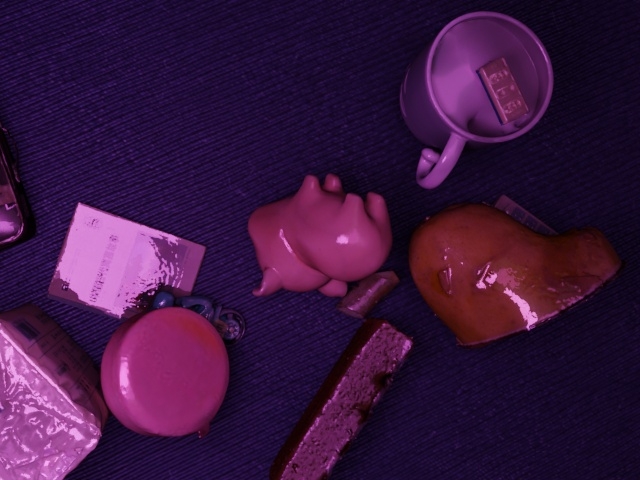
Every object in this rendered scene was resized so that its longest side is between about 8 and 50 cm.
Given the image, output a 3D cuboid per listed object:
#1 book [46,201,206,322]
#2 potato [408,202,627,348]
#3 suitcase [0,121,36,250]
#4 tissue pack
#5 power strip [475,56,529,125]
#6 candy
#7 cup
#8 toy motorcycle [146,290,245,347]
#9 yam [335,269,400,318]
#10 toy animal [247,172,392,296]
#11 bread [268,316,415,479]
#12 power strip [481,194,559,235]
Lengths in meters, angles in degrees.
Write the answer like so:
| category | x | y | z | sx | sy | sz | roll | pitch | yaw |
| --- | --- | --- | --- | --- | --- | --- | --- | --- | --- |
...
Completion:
| category | x | y | z | sx | sy | sz | roll | pitch | yaw |
| --- | --- | --- | --- | --- | --- | --- | --- | --- | --- |
| book | -0.402 | 0.064 | 1.693 | 0.283 | 0.025 | 0.214 | 18 | 87 | -11 |
| potato | 0.383 | 0.027 | 1.686 | 0.397 | 0.290 | 0.296 | -31 | 92 | 19 |
| suitcase | -0.730 | -0.151 | 1.558 | 0.283 | 0.194 | 0.433 | -19 | 93 | -9 |
| tissue pack | -0.537 | 0.281 | 1.486 | 0.207 | 0.380 | 0.297 | -43 | 94 | -8 |
| power strip | 0.347 | -0.287 | 1.547 | 0.056 | 0.032 | 0.123 | -27 | 93 | -10 |
| candy | -0.285 | 0.253 | 1.521 | 0.255 | 0.094 | 0.255 | 10 | 74 | -40 |
| cup | 0.286 | -0.268 | 1.692 | 0.259 | 0.274 | 0.356 | 25 | 86 | -8 |
| toy motorcycle | -0.298 | 0.207 | 1.647 | 0.296 | 0.109 | 0.198 | -41 | 113 | -21 |
| yam | 0.103 | 0.111 | 1.755 | 0.070 | 0.070 | 0.146 | 45 | 84 | -6 |
| toy animal | 0.000 | 0.000 | 1.626 | 0.237 | 0.326 | 0.269 | 3 | 106 | -40 |
| bread | 0.041 | 0.355 | 1.693 | 0.113 | 0.165 | 0.416 | 34 | 84 | -2 |
| power strip | 0.458 | -0.025 | 1.837 | 0.227 | 0.029 | 0.080 | 34 | 84 | -7 |
